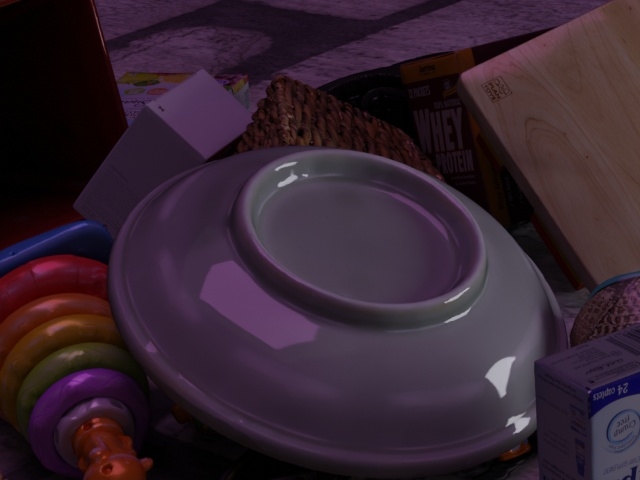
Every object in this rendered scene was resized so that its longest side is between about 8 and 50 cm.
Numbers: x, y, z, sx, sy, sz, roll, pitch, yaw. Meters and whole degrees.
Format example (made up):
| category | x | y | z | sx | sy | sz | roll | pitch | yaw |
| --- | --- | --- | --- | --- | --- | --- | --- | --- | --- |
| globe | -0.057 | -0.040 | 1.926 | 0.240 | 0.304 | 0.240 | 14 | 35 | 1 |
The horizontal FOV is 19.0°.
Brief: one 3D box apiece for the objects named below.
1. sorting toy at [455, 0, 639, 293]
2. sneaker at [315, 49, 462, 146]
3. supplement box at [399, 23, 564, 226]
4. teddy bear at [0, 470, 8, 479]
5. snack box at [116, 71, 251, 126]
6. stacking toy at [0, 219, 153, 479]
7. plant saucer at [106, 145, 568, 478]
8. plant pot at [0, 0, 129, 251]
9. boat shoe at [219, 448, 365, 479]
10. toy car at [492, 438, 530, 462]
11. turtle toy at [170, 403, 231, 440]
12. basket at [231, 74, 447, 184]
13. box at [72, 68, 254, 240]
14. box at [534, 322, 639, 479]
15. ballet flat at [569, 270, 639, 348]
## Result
| category | x | y | z | sx | sy | sz | roll | pitch | yaw |
| --- | --- | --- | --- | --- | --- | --- | --- | --- | --- |
| sorting toy | 0.300 | -0.094 | 1.913 | 0.255 | 0.257 | 0.089 | -27 | -17 | -19 |
| sneaker | 0.100 | -0.157 | 2.157 | 0.286 | 0.109 | 0.130 | -10 | 19 | -23 |
| supplement box | 0.215 | -0.122 | 2.035 | 0.194 | 0.191 | 0.129 | -15 | 5 | -23 |
| teddy bear | -0.310 | 0.236 | 1.416 | 0.338 | 0.113 | 0.245 | 15 | 32 | 43 |
| snack box | -0.203 | -0.153 | 2.425 | 0.174 | 0.070 | 0.207 | 2 | 25 | 18 |
| stacking toy | -0.202 | 0.135 | 1.620 | 0.175 | 0.165 | 0.302 | -26 | 36 | -8 |
| plant saucer | 0.026 | 0.024 | 1.600 | 0.400 | 0.100 | 0.400 | 10 | 37 | -8 |
| plant pot | -0.406 | -0.136 | 2.209 | 0.236 | 0.267 | 0.267 | 0 | 19 | 46 |
| boat shoe | -0.019 | 0.178 | 1.531 | 0.080 | 0.073 | 0.223 | 7 | 26 | 26 |
| toy car | 0.110 | 0.163 | 1.581 | 0.122 | 0.040 | 0.060 | -10 | 22 | -12 |
| turtle toy | -0.088 | 0.132 | 1.677 | 0.095 | 0.066 | 0.130 | 19 | 21 | 1 |
| basket | 0.000 | 0.000 | 1.955 | 0.213 | 0.223 | 0.299 | 25 | 18 | -12 |
| box | -0.168 | -0.084 | 2.085 | 0.091 | 0.170 | 0.130 | 43 | 35 | 4 |
| box | 0.235 | 0.145 | 1.461 | 0.126 | 0.137 | 0.072 | -17 | 25 | -27 |
| ballet flat | 0.458 | 0.077 | 1.603 | 0.483 | 0.164 | 0.182 | -13 | 43 | -3 |
